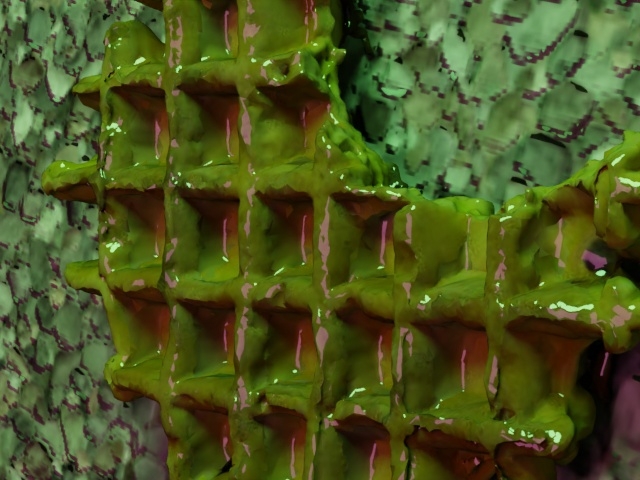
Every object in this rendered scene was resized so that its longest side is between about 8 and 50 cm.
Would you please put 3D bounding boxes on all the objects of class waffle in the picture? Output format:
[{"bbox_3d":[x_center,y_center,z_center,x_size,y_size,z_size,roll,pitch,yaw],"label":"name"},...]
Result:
[{"bbox_3d":[0.000,0.000,0.621,0.293,0.069,0.259,51,123,31],"label":"waffle"}]
